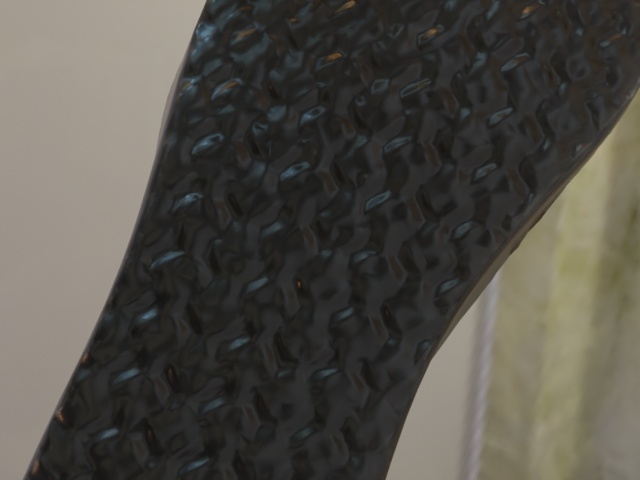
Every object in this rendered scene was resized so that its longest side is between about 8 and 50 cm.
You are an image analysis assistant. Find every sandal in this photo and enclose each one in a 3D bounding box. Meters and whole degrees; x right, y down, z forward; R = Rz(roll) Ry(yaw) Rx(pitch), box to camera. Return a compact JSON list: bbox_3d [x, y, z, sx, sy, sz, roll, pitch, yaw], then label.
[{"bbox_3d":[-0.003,0.000,0.719,0.446,0.167,0.107,-61,-1,-13],"label":"sandal"}]
